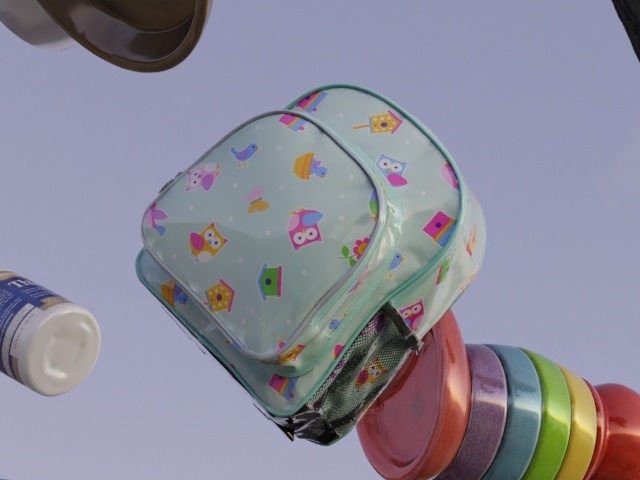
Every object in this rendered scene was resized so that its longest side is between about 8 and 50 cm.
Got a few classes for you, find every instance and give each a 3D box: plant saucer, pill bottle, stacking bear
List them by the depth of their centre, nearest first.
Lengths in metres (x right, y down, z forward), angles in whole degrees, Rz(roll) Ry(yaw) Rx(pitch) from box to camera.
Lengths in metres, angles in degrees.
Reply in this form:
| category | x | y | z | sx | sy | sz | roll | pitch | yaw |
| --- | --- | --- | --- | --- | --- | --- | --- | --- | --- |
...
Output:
| category | x | y | z | sx | sy | sz | roll | pitch | yaw |
| --- | --- | --- | --- | --- | --- | --- | --- | --- | --- |
| pill bottle | -0.215 | 0.059 | 1.092 | 0.120 | 0.067 | 0.067 | 22 | -15 | 39 |
| plant saucer | -0.173 | -0.258 | 1.193 | 0.278 | 0.041 | 0.278 | 33 | -37 | 29 |
| stacking bear | 0.205 | 0.180 | 1.512 | 0.289 | 0.164 | 0.175 | 13 | -55 | -23 |

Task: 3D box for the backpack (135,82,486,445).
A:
| category | x | y | z | sx | sy | sz | roll | pitch | yaw |
| --- | --- | --- | --- | --- | --- | --- | --- | --- | --- |
| backpack | 0.000 | 0.000 | 0.925 | 0.188 | 0.166 | 0.144 | -42 | -30 | -8 |

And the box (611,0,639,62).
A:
| category | x | y | z | sx | sy | sz | roll | pitch | yaw |
| --- | --- | --- | --- | --- | --- | --- | --- | --- | --- |
| box | 0.184 | -0.103 | 0.516 | 0.156 | 0.093 | 0.158 | -17 | -75 | 41 |

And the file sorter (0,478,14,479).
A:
| category | x | y | z | sx | sy | sz | roll | pitch | yaw |
| --- | --- | --- | --- | --- | --- | --- | --- | --- | --- |
| file sorter | -0.229 | 0.296 | 1.492 | 0.170 | 0.104 | 0.118 | 8 | -17 | 5 |

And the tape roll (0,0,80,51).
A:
| category | x | y | z | sx | sy | sz | roll | pitch | yaw |
| --- | --- | --- | --- | --- | --- | --- | --- | --- | --- |
| tape roll | -0.222 | -0.322 | 1.527 | 0.169 | 0.246 | 0.246 | -14 | -35 | 27 |
